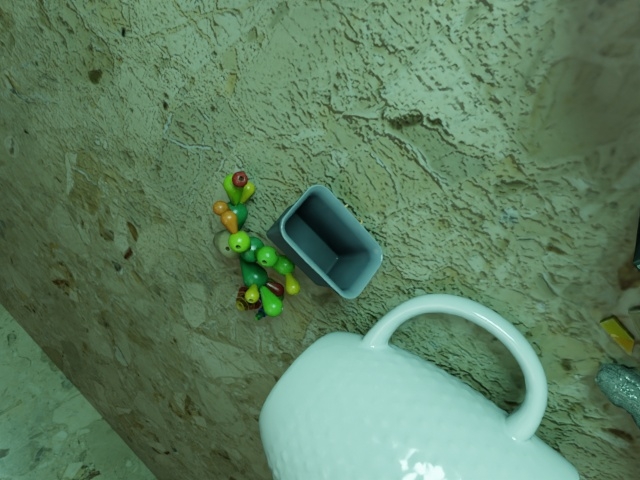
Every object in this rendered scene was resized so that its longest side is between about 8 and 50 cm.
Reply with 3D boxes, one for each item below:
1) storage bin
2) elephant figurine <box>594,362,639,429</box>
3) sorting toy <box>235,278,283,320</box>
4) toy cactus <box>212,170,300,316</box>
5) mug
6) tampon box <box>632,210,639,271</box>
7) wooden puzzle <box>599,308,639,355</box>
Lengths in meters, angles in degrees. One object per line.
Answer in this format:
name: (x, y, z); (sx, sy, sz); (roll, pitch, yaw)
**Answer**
storage bin: (0.000, 0.000, 0.595); (0.135, 0.098, 0.091); (46, 158, -18)
elephant figurine: (0.400, 0.224, 0.410); (0.186, 0.169, 0.239); (-22, 90, 16)
sorting toy: (-0.108, 0.104, 0.789); (0.102, 0.042, 0.061); (-18, 108, 44)
toy cactus: (-0.106, 0.001, 0.691); (0.180, 0.112, 0.219); (11, 131, 56)
mug: (0.116, 0.242, 0.583); (0.328, 0.276, 0.374); (36, 106, 22)
tampon box: (0.339, 0.023, 0.334); (0.161, 0.101, 0.120); (46, 138, 1)
wooden puzzle: (0.344, 0.092, 0.445); (0.116, 0.014, 0.079); (-30, 100, 46)
